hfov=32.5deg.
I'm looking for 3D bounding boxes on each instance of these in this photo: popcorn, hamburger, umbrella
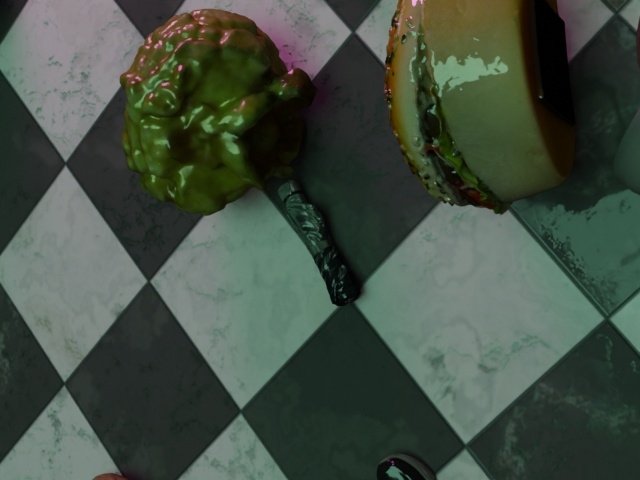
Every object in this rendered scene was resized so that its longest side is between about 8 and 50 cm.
[{"bbox_3d":[-0.144,-0.170,1.455,0.270,0.224,0.258,-34,100,13],"label":"popcorn"},{"bbox_3d":[0.174,-0.174,1.209,0.176,0.300,0.300,-5,89,26],"label":"hamburger"},{"bbox_3d":[0.000,0.000,1.471,0.050,0.046,0.188,-37,68,24],"label":"umbrella"}]

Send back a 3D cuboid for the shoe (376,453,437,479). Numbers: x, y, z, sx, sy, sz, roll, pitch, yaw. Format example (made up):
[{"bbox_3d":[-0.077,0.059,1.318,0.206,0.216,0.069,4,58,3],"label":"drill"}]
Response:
[{"bbox_3d":[0.113,0.351,1.378,0.071,0.099,0.169,-38,75,27],"label":"shoe"}]

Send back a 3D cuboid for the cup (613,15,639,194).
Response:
[{"bbox_3d":[0.390,-0.168,1.092,0.227,0.257,0.301,49,117,24],"label":"cup"}]

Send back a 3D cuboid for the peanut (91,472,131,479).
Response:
[{"bbox_3d":[-0.253,0.425,1.617,0.263,0.101,0.117,16,80,34],"label":"peanut"}]
